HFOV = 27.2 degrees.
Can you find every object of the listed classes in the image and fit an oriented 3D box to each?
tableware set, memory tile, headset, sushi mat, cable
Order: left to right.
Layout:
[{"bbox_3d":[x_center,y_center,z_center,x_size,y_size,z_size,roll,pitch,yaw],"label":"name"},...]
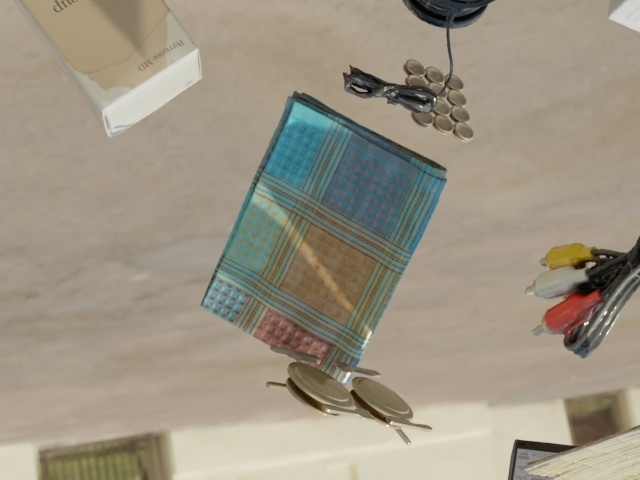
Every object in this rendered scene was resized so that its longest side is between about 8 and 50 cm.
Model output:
[{"bbox_3d":[0.031,0.189,1.545,0.194,0.128,0.039,18,108,-43],"label":"tableware set"},{"bbox_3d":[0.153,-0.363,1.740,0.185,0.394,0.243,12,176,-5],"label":"headset"},{"bbox_3d":[0.184,-0.221,2.084,0.113,0.148,0.012,16,136,-23],"label":"memory tile"},{"bbox_3d":[0.317,0.033,1.435,0.072,0.139,0.287,17,152,-16],"label":"cable"},{"bbox_3d":[0.339,0.225,1.349,0.151,0.019,0.316,16,159,-11],"label":"sushi mat"}]

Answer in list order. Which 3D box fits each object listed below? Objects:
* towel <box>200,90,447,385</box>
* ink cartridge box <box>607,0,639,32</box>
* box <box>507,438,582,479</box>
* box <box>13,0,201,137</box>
[{"bbox_3d":[0.000,0.000,1.971,0.271,0.370,0.040,28,-166,13],"label":"towel"},{"bbox_3d":[0.648,-0.366,1.865,0.384,0.160,0.279,21,152,-13],"label":"ink cartridge box"},{"bbox_3d":[0.420,0.361,1.807,0.307,0.076,0.242,4,152,16],"label":"box"},{"bbox_3d":[-0.289,-0.298,1.616,0.148,0.311,0.121,-36,173,-10],"label":"box"}]
